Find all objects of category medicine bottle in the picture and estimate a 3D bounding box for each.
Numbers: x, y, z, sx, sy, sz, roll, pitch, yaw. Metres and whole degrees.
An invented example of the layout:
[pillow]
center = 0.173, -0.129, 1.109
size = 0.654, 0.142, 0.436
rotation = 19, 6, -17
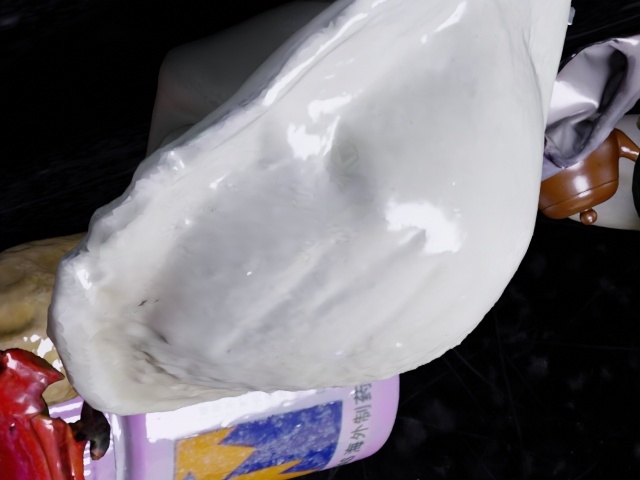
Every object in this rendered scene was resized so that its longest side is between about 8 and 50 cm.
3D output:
[medicine bottle]
center = -0.105, 0.105, 0.968
size = 0.291, 0.178, 0.178
rotation = -11, 172, -26

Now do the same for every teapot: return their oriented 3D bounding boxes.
[teapot]
center = 0.239, -0.064, 1.295
size = 0.173, 0.116, 0.116
rotation = -22, 177, 10

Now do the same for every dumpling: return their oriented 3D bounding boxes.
[dumpling]
center = -0.005, -0.021, 0.429
size = 0.216, 0.126, 0.166
rotation = -20, 161, 15

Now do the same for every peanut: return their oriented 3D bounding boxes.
[peanut]
center = -0.122, 0.037, 0.754
size = 0.108, 0.095, 0.226
rotation = -9, -178, 31

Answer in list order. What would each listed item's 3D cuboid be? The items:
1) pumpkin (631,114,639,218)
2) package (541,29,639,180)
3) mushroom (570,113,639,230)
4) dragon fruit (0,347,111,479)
[pumpkin]
center = 0.285, -0.067, 0.921
size = 0.167, 0.125, 0.167
rotation = -43, 172, -7
[package]
center = 0.179, -0.097, 0.931
size = 0.251, 0.062, 0.204
rotation = -34, 180, -17
[mushroom]
center = 0.463, -0.044, 1.392
size = 0.325, 0.353, 0.353
rotation = -2, 168, -27
[dragon fruit]
center = -0.220, 0.143, 0.565
size = 0.243, 0.227, 0.307
rotation = 15, 148, 15
